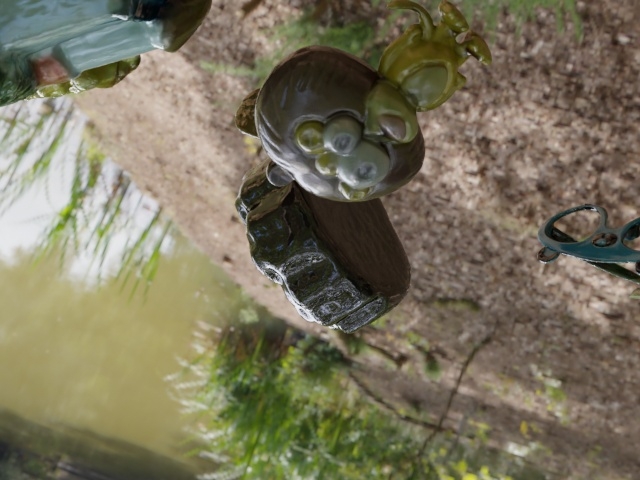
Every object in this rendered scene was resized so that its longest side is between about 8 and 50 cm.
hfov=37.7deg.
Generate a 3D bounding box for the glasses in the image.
[{"bbox_3d":[0.425,0.016,1.257,0.207,0.102,0.239,22,171,-42],"label":"glasses"}]

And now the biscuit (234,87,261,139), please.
[{"bbox_3d":[-0.052,-0.158,1.224,0.147,0.071,0.018,23,172,32],"label":"biscuit"}]

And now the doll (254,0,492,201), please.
[{"bbox_3d":[0.031,-0.105,0.708,0.145,0.096,0.188,17,127,-25],"label":"doll"}]

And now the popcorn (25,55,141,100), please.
[{"bbox_3d":[-0.310,-0.284,1.095,0.237,0.293,0.293,26,159,-22],"label":"popcorn"}]

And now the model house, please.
[{"bbox_3d":[-0.166,-0.242,0.681,0.291,0.253,0.184,-10,-169,8],"label":"model house"}]

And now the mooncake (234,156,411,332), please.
[{"bbox_3d":[0.000,0.000,1.321,0.141,0.283,0.283,-36,130,22],"label":"mooncake"}]
